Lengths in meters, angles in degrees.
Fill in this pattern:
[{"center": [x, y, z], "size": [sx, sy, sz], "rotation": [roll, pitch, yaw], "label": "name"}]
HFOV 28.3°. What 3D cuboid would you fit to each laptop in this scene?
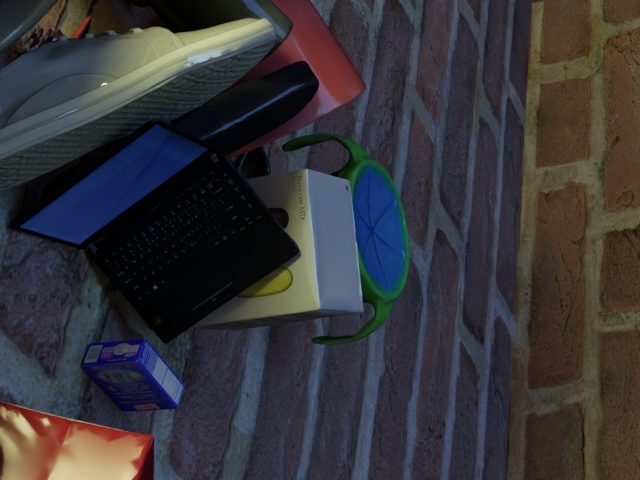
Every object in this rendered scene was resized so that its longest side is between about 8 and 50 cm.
[{"center": [-0.200, -0.003, 1.592], "size": [0.264, 0.234, 0.136], "rotation": [52, 16, -14], "label": "laptop"}]

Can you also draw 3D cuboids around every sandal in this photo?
[{"center": [-0.199, -0.149, 1.696], "size": [0.445, 0.167, 0.107], "rotation": [-29, 80, -36], "label": "sandal"}]

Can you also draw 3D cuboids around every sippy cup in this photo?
[{"center": [0.000, 0.000, 2.068], "size": [0.240, 0.224, 0.305], "rotation": [50, 38, -45], "label": "sippy cup"}]

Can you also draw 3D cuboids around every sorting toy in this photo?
[{"center": [-0.361, -0.226, 1.590], "size": [0.042, 0.102, 0.061], "rotation": [31, 2, -14], "label": "sorting toy"}]

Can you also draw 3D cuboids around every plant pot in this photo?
[{"center": [-0.100, -0.286, 1.958], "size": [0.243, 0.275, 0.275], "rotation": [64, 28, -10], "label": "plant pot"}]

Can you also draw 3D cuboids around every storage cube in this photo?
[{"center": [-0.286, 0.313, 1.328], "size": [0.215, 0.183, 0.193], "rotation": [98, 5, -49], "label": "storage cube"}]

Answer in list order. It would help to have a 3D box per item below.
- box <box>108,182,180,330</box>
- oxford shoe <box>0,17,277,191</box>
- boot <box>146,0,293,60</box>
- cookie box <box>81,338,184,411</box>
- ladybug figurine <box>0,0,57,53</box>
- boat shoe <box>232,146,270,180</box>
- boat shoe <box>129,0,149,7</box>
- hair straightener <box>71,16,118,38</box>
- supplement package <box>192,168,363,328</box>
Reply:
[{"center": [-0.211, 0.010, 1.790], "size": [0.147, 0.077, 0.180], "rotation": [-55, 130, -56], "label": "box"}, {"center": [-0.246, -0.194, 1.501], "size": [0.449, 0.169, 0.130], "rotation": [-26, 78, -27], "label": "oxford shoe"}, {"center": [-0.199, -0.395, 1.587], "size": [0.445, 0.146, 0.367], "rotation": [52, -10, -24], "label": "boot"}, {"center": [-0.243, 0.176, 1.647], "size": [0.107, 0.092, 0.040], "rotation": [58, 36, -40], "label": "cookie box"}, {"center": [-0.394, -0.307, 1.337], "size": [0.162, 0.305, 0.449], "rotation": [37, 29, 3], "label": "ladybug figurine"}, {"center": [-0.117, -0.053, 1.984], "size": [0.073, 0.080, 0.224], "rotation": [105, -9, -61], "label": "boat shoe"}, {"center": [-0.281, -0.409, 1.828], "size": [0.153, 0.056, 0.048], "rotation": [57, 37, -27], "label": "boat shoe"}, {"center": [-0.310, -0.205, 1.649], "size": [0.230, 0.089, 0.047], "rotation": [-69, -175, -48], "label": "hair straightener"}, {"center": [-0.069, 0.017, 1.755], "size": [0.149, 0.203, 0.194], "rotation": [10, 72, -65], "label": "supplement package"}]
